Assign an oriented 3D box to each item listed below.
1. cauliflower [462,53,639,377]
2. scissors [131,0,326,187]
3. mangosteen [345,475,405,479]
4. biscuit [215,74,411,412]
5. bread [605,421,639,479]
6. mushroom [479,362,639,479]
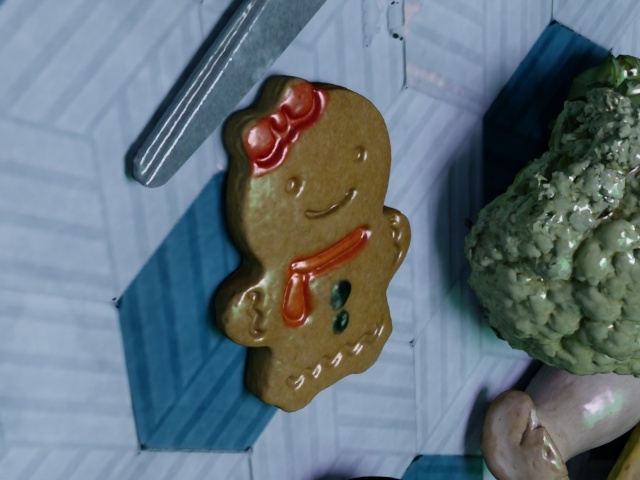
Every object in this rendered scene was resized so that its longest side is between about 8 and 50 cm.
[{"bbox_3d":[0.228,-0.024,0.928,0.272,0.275,0.250,6,62,-18],"label":"cauliflower"},{"bbox_3d":[0.030,-0.205,0.728,0.447,0.029,0.192,-54,138,-15],"label":"scissors"},{"bbox_3d":[0.035,0.235,0.874,0.137,0.137,0.151,-40,165,-29],"label":"mangosteen"},{"bbox_3d":[0.000,0.000,0.786,0.166,0.036,0.225,-24,123,-39],"label":"biscuit"},{"bbox_3d":[0.358,0.265,1.186,0.333,0.143,0.323,-60,151,-7],"label":"bread"},{"bbox_3d":[0.217,0.133,1.047,0.212,0.088,0.097,-26,126,-37],"label":"mushroom"}]
